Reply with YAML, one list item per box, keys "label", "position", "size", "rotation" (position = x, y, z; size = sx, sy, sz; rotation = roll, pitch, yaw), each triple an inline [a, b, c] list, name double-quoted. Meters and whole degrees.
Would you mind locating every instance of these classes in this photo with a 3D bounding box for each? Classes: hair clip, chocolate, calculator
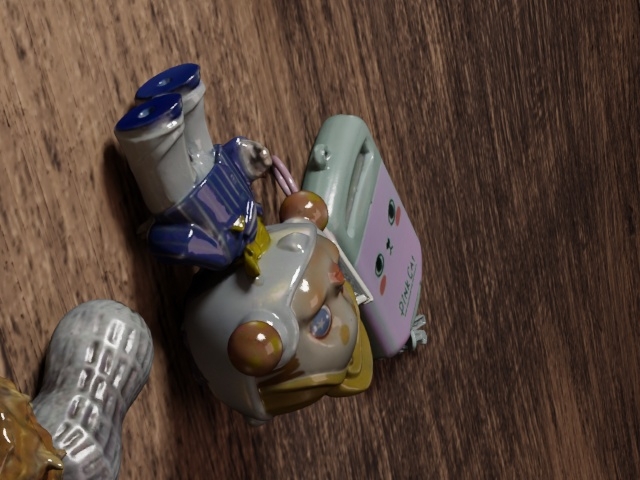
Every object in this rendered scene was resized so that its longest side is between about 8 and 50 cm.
- label: "hair clip"
  position: [0.087, 0.093, 1.774]
  size: [0.115, 0.039, 0.030]
  rotation: [-16, 109, -70]
- label: "chocolate"
  position: [-0.149, 0.108, 1.138]
  size: [0.072, 0.072, 0.167]
  rotation: [66, 29, -44]
- label: "calculator"
  position: [0.036, -0.002, 1.640]
  size: [0.246, 0.045, 0.141]
  rotation: [63, 33, -46]

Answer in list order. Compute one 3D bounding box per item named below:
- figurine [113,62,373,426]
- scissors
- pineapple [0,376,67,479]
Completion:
- label: "figurine"
  position: [-0.063, 0.017, 1.300]
  size: [0.274, 0.133, 0.194]
  rotation: [48, 32, -45]
- label: "scissors"
  position: [0.000, 0.000, 1.456]
  size: [0.176, 0.022, 0.085]
  rotation: [54, -14, 50]
- label: "pineapple"
  position: [-0.191, 0.180, 0.954]
  size: [0.279, 0.157, 0.158]
  rotation: [82, 20, -48]
